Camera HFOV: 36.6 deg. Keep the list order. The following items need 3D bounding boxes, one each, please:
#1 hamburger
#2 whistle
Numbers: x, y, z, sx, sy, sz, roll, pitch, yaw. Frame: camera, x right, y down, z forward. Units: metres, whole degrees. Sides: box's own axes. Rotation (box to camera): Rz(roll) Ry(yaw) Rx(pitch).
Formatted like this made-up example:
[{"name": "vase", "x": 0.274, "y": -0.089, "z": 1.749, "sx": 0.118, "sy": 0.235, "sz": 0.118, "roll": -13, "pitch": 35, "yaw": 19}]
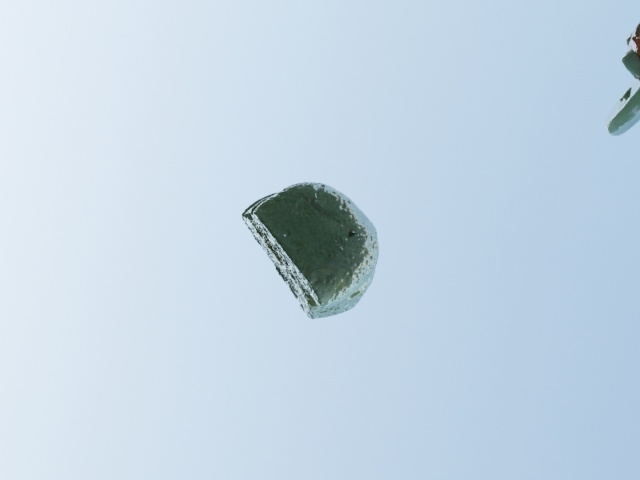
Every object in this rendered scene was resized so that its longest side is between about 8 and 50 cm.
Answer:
[{"name": "hamburger", "x": 0.001, "y": -0.002, "z": 0.766, "sx": 0.084, "sy": 0.054, "sz": 0.121, "roll": -31, "pitch": -117, "yaw": -19}, {"name": "whistle", "x": 0.377, "y": -0.202, "z": 1.002, "sx": 0.106, "sy": 0.101, "sz": 0.253, "roll": 52, "pitch": -39, "yaw": 17}]
